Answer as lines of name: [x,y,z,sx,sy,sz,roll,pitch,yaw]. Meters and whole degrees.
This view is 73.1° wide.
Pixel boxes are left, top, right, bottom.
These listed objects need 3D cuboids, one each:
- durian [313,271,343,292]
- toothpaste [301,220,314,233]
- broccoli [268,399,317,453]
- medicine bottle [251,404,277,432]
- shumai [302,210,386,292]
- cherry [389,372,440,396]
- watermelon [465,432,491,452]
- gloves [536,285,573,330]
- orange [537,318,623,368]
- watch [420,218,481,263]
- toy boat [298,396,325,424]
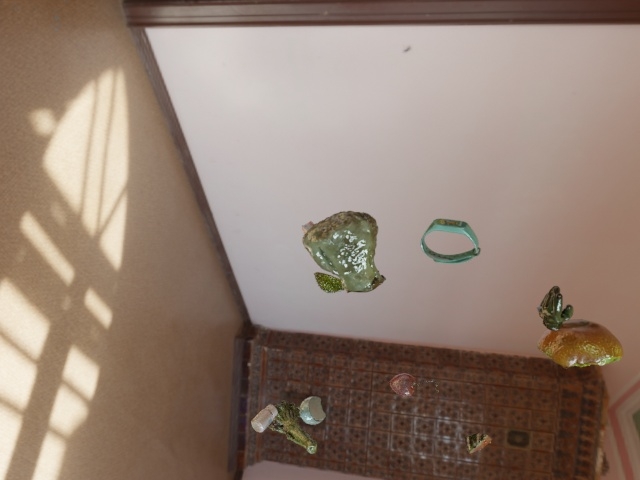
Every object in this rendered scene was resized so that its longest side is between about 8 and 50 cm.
durian: [0.060,0.248,2.396,0.221,0.137,0.095,27,78,-44]
toothpaste: [0.000,0.000,1.658,0.196,0.047,0.040,46,-23,35]
broccoli: [-0.112,0.874,2.001,0.165,0.304,0.145,26,89,-38]
medicine bottle: [-0.189,0.605,1.470,0.089,0.052,0.052,-33,129,-51]
shumai: [0.087,0.041,1.284,0.261,0.225,0.221,20,40,-49]
cherry: [0.433,0.680,2.004,0.090,0.226,0.106,76,26,-47]
watermelon: [0.706,0.900,1.921,0.245,0.119,0.063,59,15,-51]
gloves: [0.965,0.292,1.782,0.107,0.135,0.268,-51,140,-27]
orange: [1.186,0.465,1.996,0.263,0.335,0.195,3,77,-56]
watch: [0.531,0.008,1.765,0.068,0.237,0.195,-52,142,-51]
toy boat: [-0.048,0.876,2.218,0.208,0.079,0.134,24,45,-65]
